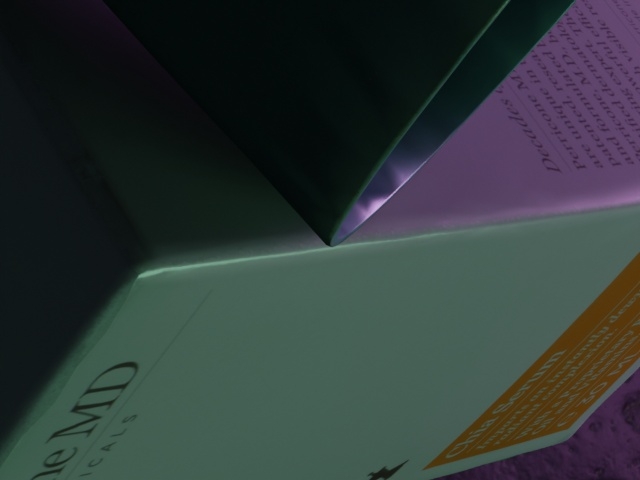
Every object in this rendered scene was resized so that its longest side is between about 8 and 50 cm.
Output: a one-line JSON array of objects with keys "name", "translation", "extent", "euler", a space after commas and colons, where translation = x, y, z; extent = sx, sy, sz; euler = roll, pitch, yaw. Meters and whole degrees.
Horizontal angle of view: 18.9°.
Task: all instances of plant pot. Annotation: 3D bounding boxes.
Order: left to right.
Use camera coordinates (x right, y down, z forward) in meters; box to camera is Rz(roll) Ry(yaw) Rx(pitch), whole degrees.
[{"name": "plant pot", "translation": [0.013, -0.185, 0.594], "extent": [0.293, 0.235, 0.293], "euler": [-48, 176, -4]}]

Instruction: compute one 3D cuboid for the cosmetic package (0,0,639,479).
[{"name": "cosmetic package", "translation": [0.000, 0.000, 0.832], "extent": [0.453, 0.161, 0.230], "euler": [-8, 146, -46]}]
